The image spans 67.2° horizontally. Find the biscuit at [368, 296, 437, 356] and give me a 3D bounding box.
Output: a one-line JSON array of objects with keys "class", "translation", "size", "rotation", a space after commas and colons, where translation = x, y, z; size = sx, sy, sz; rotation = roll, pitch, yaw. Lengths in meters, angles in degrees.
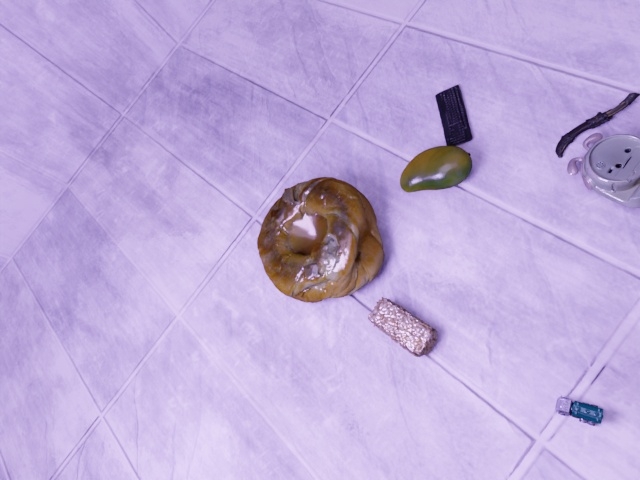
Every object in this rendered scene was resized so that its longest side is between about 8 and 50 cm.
[{"class": "biscuit", "translation": [0.197, 0.208, 1.158], "size": [0.168, 0.070, 0.082], "rotation": [33, 93, 33]}]

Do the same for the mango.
[{"class": "mango", "translation": [0.303, -0.192, 1.272], "size": [0.191, 0.085, 0.122], "rotation": [-3, 70, 27]}]

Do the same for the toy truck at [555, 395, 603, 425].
[{"class": "toy truck", "translation": [0.508, 0.333, 0.947], "size": [0.083, 0.044, 0.039], "rotation": [11, 71, 32]}]

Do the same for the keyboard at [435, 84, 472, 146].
[{"class": "keyboard", "translation": [0.371, -0.350, 1.349], "size": [0.074, 0.015, 0.196], "rotation": [-16, 61, 23]}]

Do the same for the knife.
[{"class": "knife", "translation": [0.657, -0.283, 1.158], "size": [0.222, 0.021, 0.045], "rotation": [-39, 54, 13]}]

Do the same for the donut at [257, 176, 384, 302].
[{"class": "donut", "translation": [0.000, 0.000, 1.305], "size": [0.360, 0.170, 0.360], "rotation": [-14, 63, 29]}]

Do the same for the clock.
[{"class": "clock", "translation": [0.666, -0.170, 1.078], "size": [0.191, 0.062, 0.151], "rotation": [34, 87, 36]}]
